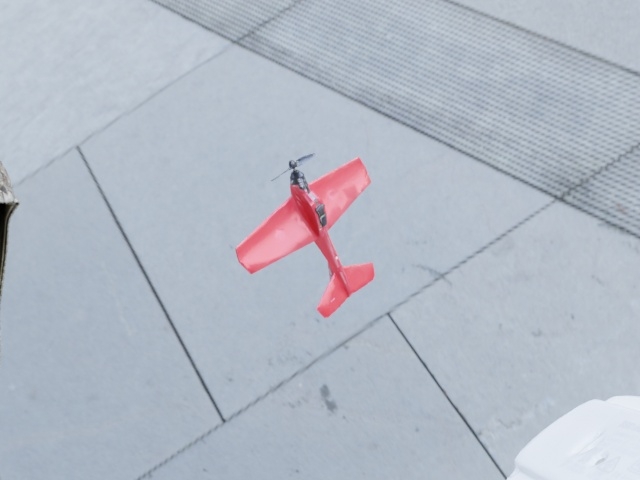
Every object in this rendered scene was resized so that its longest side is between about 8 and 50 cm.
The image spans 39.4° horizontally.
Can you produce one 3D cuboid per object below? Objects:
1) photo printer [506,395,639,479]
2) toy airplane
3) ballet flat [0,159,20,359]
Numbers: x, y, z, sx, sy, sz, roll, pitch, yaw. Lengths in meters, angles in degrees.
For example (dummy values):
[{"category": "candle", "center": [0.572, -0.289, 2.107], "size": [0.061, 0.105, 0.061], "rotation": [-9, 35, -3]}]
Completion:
[{"category": "photo printer", "center": [0.242, 0.231, 0.436], "size": [0.107, 0.256, 0.308], "rotation": [-35, 89, -8]}, {"category": "toy airplane", "center": [0.000, 0.000, 0.738], "size": [0.028, 0.151, 0.151], "rotation": [15, 66, 47]}, {"category": "ballet flat", "center": [-0.245, 0.045, 0.626], "size": [0.058, 0.250, 0.084], "rotation": [15, 23, 7]}]
